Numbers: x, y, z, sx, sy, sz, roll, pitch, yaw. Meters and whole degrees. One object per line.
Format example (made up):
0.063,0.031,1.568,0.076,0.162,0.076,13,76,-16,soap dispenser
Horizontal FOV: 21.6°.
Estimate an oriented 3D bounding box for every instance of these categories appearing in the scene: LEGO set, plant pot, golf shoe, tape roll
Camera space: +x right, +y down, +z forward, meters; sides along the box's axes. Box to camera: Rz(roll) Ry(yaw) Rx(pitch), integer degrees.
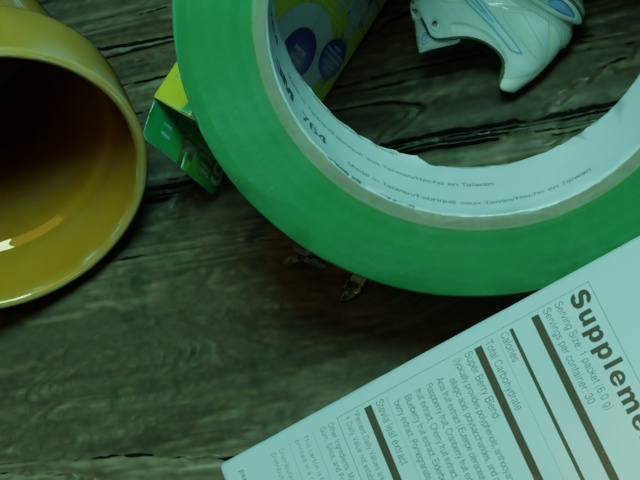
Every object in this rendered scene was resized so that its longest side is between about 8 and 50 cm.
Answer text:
0.002,-0.001,1.037,0.083,0.023,0.054,32,85,31,LEGO set
-0.234,-0.090,1.095,0.205,0.205,0.188,-35,44,8,plant pot
0.070,-0.158,1.019,0.176,0.069,0.086,34,99,6,golf shoe
0.083,-0.128,0.896,0.321,0.321,0.077,-27,22,13,tape roll

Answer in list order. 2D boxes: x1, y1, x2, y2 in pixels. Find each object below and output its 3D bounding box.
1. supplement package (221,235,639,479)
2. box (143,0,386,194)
0.135,0.136,0.830,0.293,0.177,0.175,-29,60,11,supplement package
-0.033,-0.116,1.053,0.043,0.105,0.179,31,85,33,box
